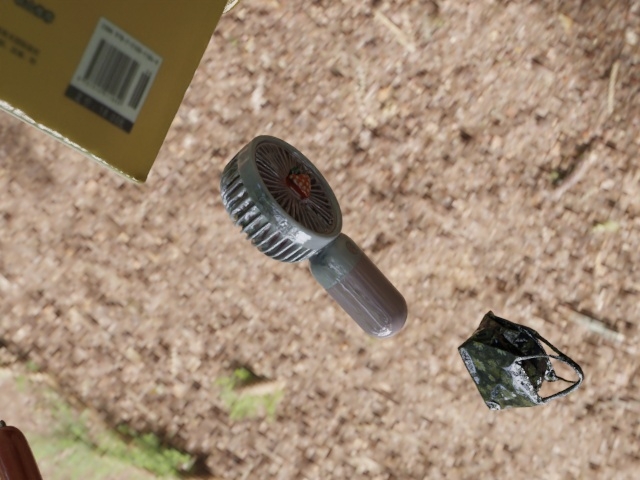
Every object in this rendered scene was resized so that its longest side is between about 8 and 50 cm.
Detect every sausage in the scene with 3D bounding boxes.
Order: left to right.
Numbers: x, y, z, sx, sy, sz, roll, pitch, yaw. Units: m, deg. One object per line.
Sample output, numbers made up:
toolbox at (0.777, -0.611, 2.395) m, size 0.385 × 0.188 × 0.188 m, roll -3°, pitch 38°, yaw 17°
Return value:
sausage at (-0.191, 0.221, 0.919) m, size 0.223 × 0.029 × 0.029 m, roll 61°, pitch 138°, yaw 27°

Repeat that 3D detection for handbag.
handbag at (0.247, 0.146, 1.519) m, size 0.139 × 0.072 × 0.115 m, roll 3°, pitch 131°, yaw 42°

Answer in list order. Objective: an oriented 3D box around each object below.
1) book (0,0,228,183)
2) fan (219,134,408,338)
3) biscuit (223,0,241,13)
book at (-0.112, -0.254, 0.724) m, size 0.032 × 0.389 × 0.269 m, roll 17°, pitch 169°, yaw 42°
fan at (0.000, 0.000, 1.316) m, size 0.074 × 0.130 × 0.244 m, roll -39°, pitch 99°, yaw 26°
biscuit at (-0.108, -0.296, 1.053) m, size 0.158 × 0.035 × 0.240 m, roll -28°, pitch 111°, yaw 23°
